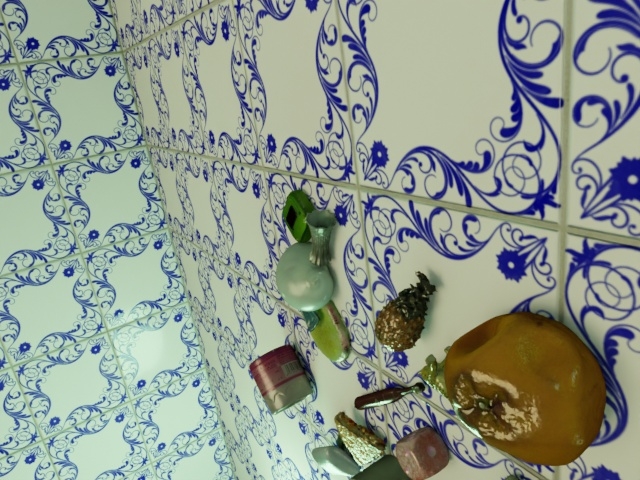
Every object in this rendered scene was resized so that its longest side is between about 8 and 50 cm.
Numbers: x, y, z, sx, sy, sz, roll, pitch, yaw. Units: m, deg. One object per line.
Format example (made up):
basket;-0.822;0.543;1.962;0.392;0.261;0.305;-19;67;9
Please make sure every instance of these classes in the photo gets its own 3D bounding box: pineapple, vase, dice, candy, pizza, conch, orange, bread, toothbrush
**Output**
pineapple;0.187;0.149;1.015;0.108;0.108;0.198;52;137;30
vase;0.000;0.000;1.270;0.081;0.081;0.149;45;145;39
dice;0.240;0.504;1.141;0.094;0.093;0.091;63;151;17
candy;0.049;0.748;1.636;0.138;0.071;0.174;37;148;-1
pizza;0.135;0.592;1.422;0.199;0.062;0.188;-11;110;55
conch;-0.053;0.098;1.379;0.221;0.121;0.185;36;95;38
orange;0.308;0.242;0.762;0.249;0.183;0.249;38;137;47
bread;0.013;0.265;1.455;0.228;0.033;0.229;39;138;47
toothbrush;0.174;0.407;1.255;0.041;0.040;0.364;63;151;13

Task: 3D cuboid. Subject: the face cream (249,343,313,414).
face cream;-0.140;0.496;1.720;0.195;0.175;0.175;61;150;20

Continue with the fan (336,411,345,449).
fan;0.067;0.635;1.609;0.038;0.016;0.193;43;142;44

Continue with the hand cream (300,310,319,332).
hand cream;-0.058;0.165;1.470;0.224;0.048;0.083;64;145;31

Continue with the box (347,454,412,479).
box;0.184;0.737;1.328;0.226;0.149;0.226;39;140;44

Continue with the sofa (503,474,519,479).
sofa;0.359;0.517;0.821;0.225;0.210;0.176;40;141;45

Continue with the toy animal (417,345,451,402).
toy animal;0.282;0.304;0.984;0.181;0.073;0.136;38;148;27

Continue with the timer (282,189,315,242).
timer;-0.061;-0.067;1.363;0.128;0.047;0.140;60;150;21
